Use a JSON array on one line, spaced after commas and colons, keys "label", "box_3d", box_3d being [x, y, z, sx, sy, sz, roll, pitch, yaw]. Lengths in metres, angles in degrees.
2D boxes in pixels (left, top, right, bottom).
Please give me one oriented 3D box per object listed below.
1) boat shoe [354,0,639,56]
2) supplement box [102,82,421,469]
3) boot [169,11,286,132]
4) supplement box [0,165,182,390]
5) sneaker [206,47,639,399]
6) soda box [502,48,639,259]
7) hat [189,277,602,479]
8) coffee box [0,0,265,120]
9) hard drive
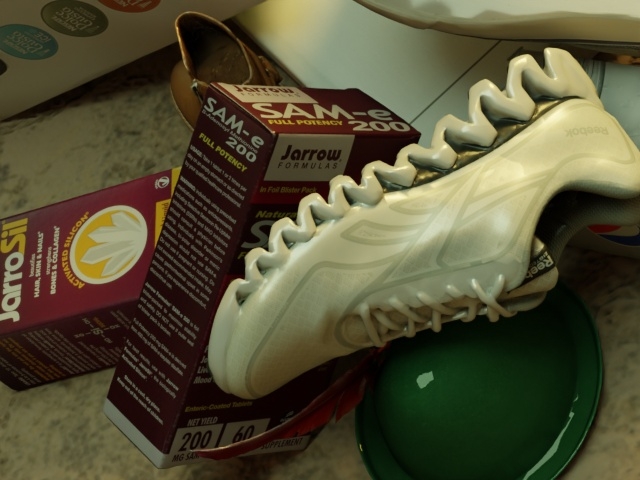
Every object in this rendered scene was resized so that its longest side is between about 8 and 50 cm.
[{"label": "boat shoe", "box_3d": [0.162, -0.168, 1.225, 0.341, 0.158, 0.127, 13, 84, 19]}, {"label": "supplement box", "box_3d": [-0.038, 0.022, 1.200, 0.073, 0.130, 0.239, 38, 119, 39]}, {"label": "boot", "box_3d": [-0.070, -0.115, 1.355, 0.073, 0.152, 0.197, -50, 51, -6]}, {"label": "supplement box", "box_3d": [-0.161, 0.029, 1.364, 0.188, 0.081, 0.104, -15, 56, 21]}, {"label": "sneaker", "box_3d": [0.064, 0.008, 1.113, 0.292, 0.110, 0.118, -36, 66, -6]}, {"label": "soda box", "box_3d": [0.244, -0.040, 1.177, 0.286, 0.091, 0.098, 13, 68, 34]}, {"label": "hat", "box_3d": [0.059, 0.067, 1.153, 0.173, 0.183, 0.208, -4, 60, 29]}, {"label": "coffee box", "box_3d": [-0.239, -0.345, 1.425, 0.334, 0.338, 0.338, -18, 53, 39]}, {"label": "hard drive", "box_3d": [0.057, -0.208, 1.411, 0.233, 0.047, 0.353, -43, 50, -1]}]
